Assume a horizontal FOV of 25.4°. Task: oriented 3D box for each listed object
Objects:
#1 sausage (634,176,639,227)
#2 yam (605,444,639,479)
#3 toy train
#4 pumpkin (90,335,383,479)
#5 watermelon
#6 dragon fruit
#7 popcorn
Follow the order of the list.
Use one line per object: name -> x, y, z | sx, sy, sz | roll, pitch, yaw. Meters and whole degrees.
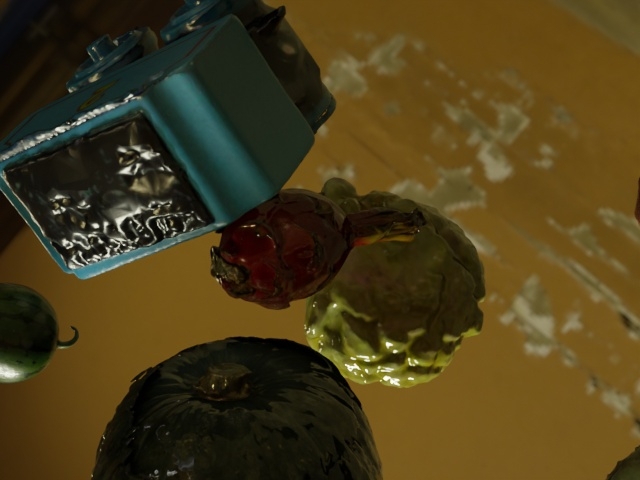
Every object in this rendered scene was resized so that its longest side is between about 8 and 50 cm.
sausage -> 0.398, 0.084, 1.288 | 0.094, 0.094, 0.419 | -6, -134, -18
yam -> 0.283, 0.228, 1.076 | 0.161, 0.161, 0.268 | 41, 180, 16
toy train -> -0.143, -0.105, 1.325 | 0.188, 0.300, 0.265 | 56, -141, -19
pumpkin -> -0.082, 0.240, 1.365 | 0.291, 0.257, 0.328 | -6, -157, -9
watermelon -> -0.293, 0.090, 1.349 | 0.109, 0.109, 0.109 | 40, -177, -2
dragon fruit -> 0.000, 0.000, 1.486 | 0.125, 0.246, 0.125 | 94, 157, -48
popcorn -> 0.073, 0.058, 1.678 | 0.259, 0.259, 0.212 | 41, 155, 24
